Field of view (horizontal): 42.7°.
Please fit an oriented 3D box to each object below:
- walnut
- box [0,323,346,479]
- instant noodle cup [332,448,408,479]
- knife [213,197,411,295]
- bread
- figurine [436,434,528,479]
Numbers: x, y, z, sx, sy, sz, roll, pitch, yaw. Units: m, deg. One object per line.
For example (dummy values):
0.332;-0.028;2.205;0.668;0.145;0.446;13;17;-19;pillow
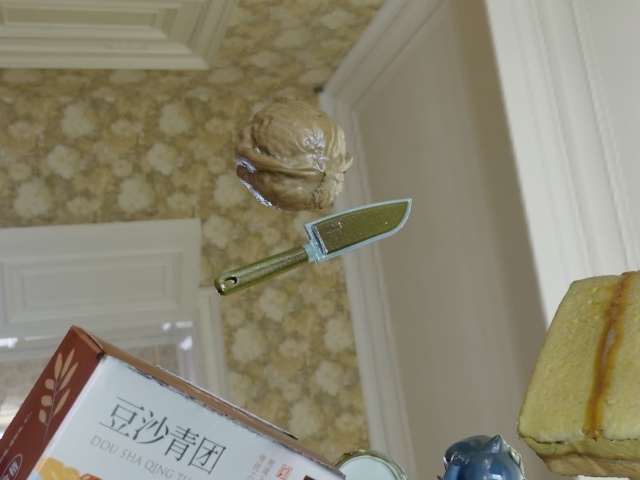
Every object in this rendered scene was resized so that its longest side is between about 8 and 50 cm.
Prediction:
-0.049;-0.146;1.425;0.245;0.198;0.198;29;-59;57;walnut
-0.212;0.343;0.885;0.122;0.344;0.385;18;-105;57;box
0.087;0.482;1.555;0.144;0.182;0.182;86;-7;-70;instant noodle cup
0.000;-0.001;1.172;0.061;0.343;0.027;66;-27;8;knife
0.314;0.117;0.883;0.167;0.163;0.264;-11;-124;31;bread
0.186;0.331;1.096;0.114;0.178;0.144;52;-8;1;figurine
